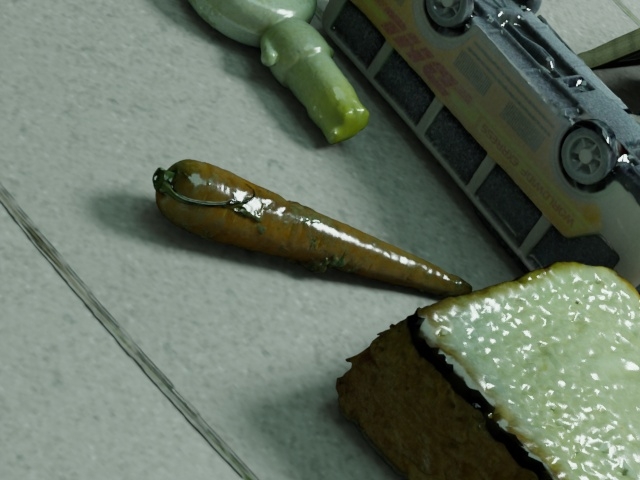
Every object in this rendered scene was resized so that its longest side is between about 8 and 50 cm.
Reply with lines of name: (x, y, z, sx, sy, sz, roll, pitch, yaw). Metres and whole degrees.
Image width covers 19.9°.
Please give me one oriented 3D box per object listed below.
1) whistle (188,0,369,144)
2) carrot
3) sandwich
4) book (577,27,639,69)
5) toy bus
whistle: (-0.027, -0.155, 1.329, 0.104, 0.057, 0.198, -8, 53, -44)
carrot: (0.000, 0.000, 1.193, 0.254, 0.049, 0.049, 19, 39, -30)
sandwich: (0.174, 0.141, 1.131, 0.249, 0.095, 0.273, -16, 61, -48)
book: (0.352, -0.187, 1.604, 0.228, 0.160, 0.024, -12, 83, -46)
toy bus: (0.141, -0.093, 1.330, 0.097, 0.138, 0.342, -12, 56, -48)
